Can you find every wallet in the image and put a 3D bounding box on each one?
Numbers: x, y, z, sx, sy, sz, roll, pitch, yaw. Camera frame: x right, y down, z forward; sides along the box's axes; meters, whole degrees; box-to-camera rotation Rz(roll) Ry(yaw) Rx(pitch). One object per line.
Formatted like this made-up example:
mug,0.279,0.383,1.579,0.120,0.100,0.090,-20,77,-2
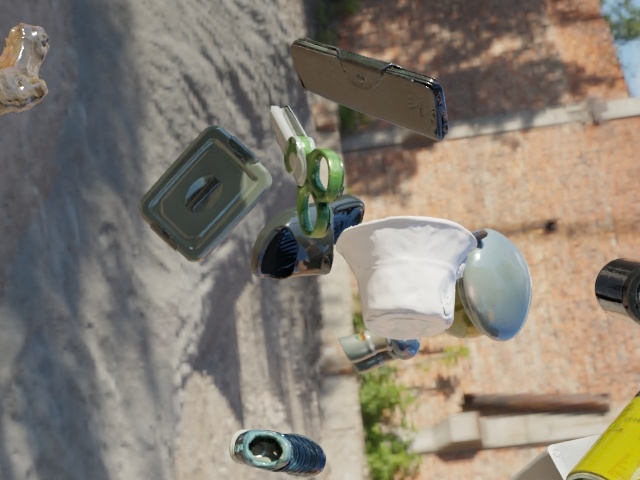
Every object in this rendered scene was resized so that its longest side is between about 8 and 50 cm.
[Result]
wallet,0.091,-0.290,1.970,0.045,0.318,0.172,-58,156,-20

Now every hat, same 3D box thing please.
hat,0.115,0.059,1.395,0.203,0.203,0.126,70,21,-65

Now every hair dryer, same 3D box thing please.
hair dryer,0.413,0.007,1.076,0.070,0.255,0.128,59,4,0

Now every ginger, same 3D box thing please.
ginger,-0.460,-0.200,1.405,0.290,0.122,0.084,-54,153,-44

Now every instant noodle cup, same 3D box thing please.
instant noodle cup,0.450,0.299,1.366,0.215,0.236,0.215,38,-34,33

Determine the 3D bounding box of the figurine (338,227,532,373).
figurine,0.230,0.150,1.956,0.224,0.382,0.205,36,21,-46

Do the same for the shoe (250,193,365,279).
shoe,0.000,0.000,1.664,0.093,0.241,0.108,36,-48,32

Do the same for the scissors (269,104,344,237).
scissors,-0.022,-0.095,1.165,0.204,0.027,0.101,-115,-143,-46

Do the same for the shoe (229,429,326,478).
shoe,-0.059,0.306,1.499,0.071,0.143,0.064,134,-32,-73

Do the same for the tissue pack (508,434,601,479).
tissue pack,0.469,0.485,1.810,0.136,0.159,0.246,-58,-134,43

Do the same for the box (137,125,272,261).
box,-0.156,-0.064,1.451,0.124,0.172,0.093,44,3,2
